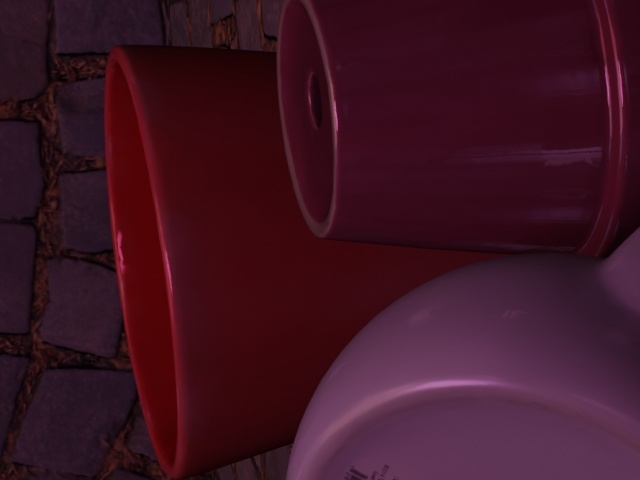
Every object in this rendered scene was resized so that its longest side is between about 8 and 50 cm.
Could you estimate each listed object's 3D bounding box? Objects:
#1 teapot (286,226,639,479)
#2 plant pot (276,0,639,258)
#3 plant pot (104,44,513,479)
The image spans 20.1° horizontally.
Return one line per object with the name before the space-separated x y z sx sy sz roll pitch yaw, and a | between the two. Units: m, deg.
teapot | 0.115 0.104 0.836 0.253 0.256 0.187 65 -149 -20
plant pot | 0.078 -0.075 0.912 0.201 0.180 0.201 172 90 -78
plant pot | 0.000 0.000 1.158 0.275 0.243 0.275 173 90 -77
